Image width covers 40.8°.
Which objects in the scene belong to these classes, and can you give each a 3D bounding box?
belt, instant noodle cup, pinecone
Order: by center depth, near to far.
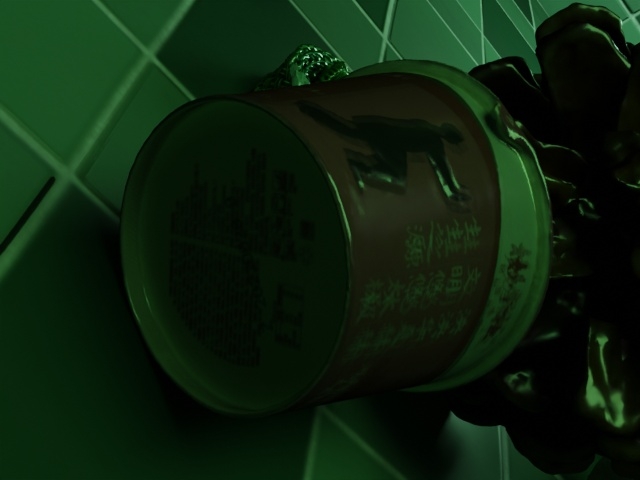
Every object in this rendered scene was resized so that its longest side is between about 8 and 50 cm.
[{"bbox_3d":[0.000,0.000,0.537,0.178,0.235,0.234,-9,69,-50],"label":"instant noodle cup"},{"bbox_3d":[0.238,-0.006,0.697,0.398,0.398,0.397,39,33,-32],"label":"pinecone"},{"bbox_3d":[0.004,-0.123,0.802,0.121,0.079,0.151,61,28,5],"label":"belt"}]

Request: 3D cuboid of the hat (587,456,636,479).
[{"bbox_3d":[0.342,0.275,0.871,0.257,0.257,0.130,43,-1,-27],"label":"hat"}]
